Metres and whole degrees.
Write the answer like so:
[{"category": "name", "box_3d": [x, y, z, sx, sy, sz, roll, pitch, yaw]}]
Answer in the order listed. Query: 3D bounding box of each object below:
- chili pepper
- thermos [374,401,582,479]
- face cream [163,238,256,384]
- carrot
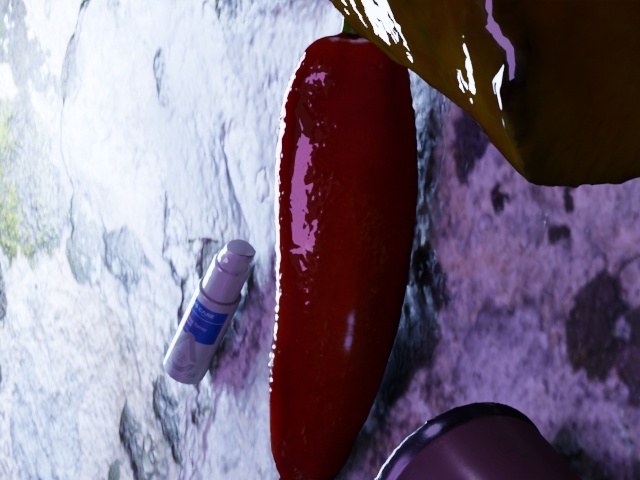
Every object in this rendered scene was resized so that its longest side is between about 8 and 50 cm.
[{"category": "chili pepper", "box_3d": [0.001, 0.006, 1.166, 0.137, 0.092, 0.368, -143, 60, -67]}, {"category": "thermos", "box_3d": [0.157, 0.210, 0.899, 0.330, 0.136, 0.109, 49, 159, 48]}, {"category": "face cream", "box_3d": [-0.078, 0.050, 1.351, 0.130, 0.034, 0.034, -62, 40, 37]}, {"category": "carrot", "box_3d": [0.089, -0.188, 0.859, 0.340, 0.241, 0.241, 52, 133, 43]}]
